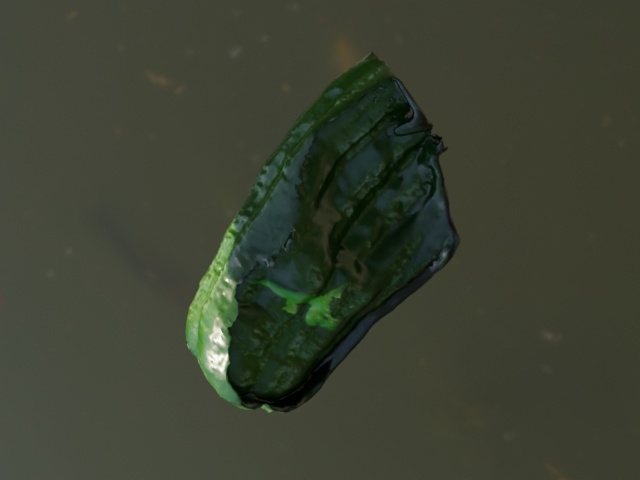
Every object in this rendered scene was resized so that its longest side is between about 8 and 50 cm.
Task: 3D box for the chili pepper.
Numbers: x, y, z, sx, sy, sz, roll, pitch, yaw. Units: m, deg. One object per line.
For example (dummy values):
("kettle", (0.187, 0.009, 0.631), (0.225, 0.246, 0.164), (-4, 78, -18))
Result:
("chili pepper", (-0.001, -0.003, 1.843), (0.213, 0.385, 0.167), (24, -166, -38))
